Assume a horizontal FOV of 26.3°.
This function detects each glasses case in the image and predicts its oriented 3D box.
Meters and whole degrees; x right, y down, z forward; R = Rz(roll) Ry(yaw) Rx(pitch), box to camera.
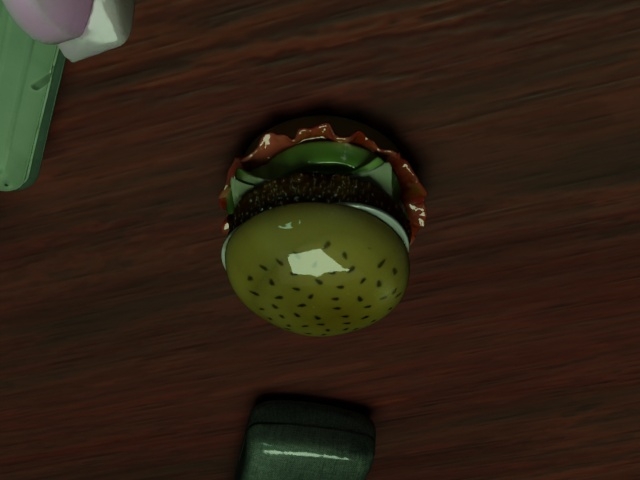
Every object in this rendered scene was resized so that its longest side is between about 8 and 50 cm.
[{"bbox_3d":[-0.031,0.280,1.455,0.131,0.074,0.323,9,140,-4],"label":"glasses case"}]

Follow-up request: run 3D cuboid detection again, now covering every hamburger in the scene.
[{"bbox_3d":[0.001,-0.002,1.061,0.175,0.137,0.175,1,138,1],"label":"hamburger"}]

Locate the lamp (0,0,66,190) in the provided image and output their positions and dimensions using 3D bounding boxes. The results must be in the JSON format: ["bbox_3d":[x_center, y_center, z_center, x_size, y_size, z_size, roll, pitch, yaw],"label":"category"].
[{"bbox_3d":[-0.314,-0.153,0.973,0.269,0.047,0.266,14,141,-11],"label":"lamp"}]

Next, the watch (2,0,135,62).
[{"bbox_3d":[-0.217,-0.236,0.773,0.217,0.211,0.248,-2,123,18],"label":"watch"}]
